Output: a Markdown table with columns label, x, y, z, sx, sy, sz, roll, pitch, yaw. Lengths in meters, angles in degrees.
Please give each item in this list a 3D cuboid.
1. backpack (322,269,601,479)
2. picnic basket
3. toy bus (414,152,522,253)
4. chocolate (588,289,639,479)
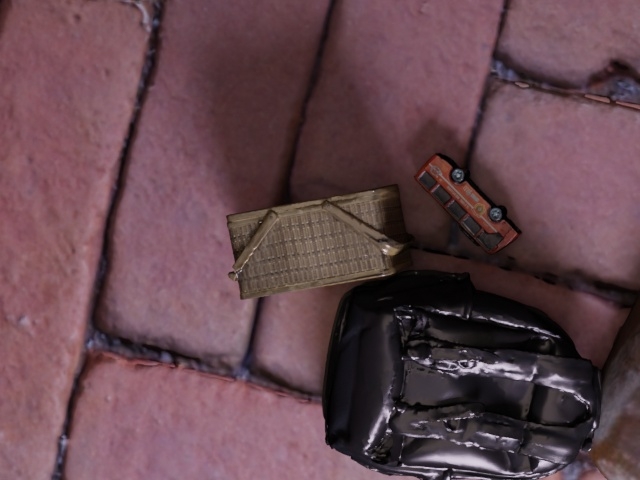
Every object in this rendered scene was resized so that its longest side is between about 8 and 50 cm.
| label | x | y | z | sx | sy | sz | roll | pitch | yaw |
| --- | --- | --- | --- | --- | --- | --- | --- | --- | --- |
| backpack | 0.129 | 0.133 | 1.719 | 0.258 | 0.133 | 0.206 | 9 | 98 | 4 |
| picnic basket | 0.000 | 0.000 | 1.737 | 0.164 | 0.115 | 0.079 | -10 | 93 | 12 |
| toy bus | 0.138 | -0.034 | 1.751 | 0.043 | 0.031 | 0.110 | -45 | 82 | 12 |
| chocolate | 0.336 | 0.122 | 1.690 | 0.157 | 0.080 | 0.254 | 22 | 97 | 10 |
